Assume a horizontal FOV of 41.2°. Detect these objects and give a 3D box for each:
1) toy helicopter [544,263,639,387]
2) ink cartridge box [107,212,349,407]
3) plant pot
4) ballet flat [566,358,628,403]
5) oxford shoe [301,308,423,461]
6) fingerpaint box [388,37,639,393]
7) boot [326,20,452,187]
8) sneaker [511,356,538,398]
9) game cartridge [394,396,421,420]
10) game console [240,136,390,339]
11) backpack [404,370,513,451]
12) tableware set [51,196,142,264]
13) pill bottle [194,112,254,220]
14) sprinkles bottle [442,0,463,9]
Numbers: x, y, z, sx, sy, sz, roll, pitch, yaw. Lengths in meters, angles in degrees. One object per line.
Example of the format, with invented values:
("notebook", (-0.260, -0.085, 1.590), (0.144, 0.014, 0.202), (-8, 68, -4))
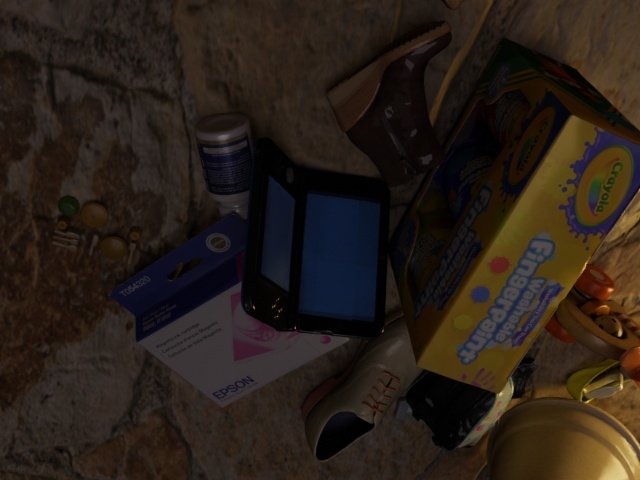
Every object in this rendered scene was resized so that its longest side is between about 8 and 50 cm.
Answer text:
("toy helicopter", (0.604, 0.198, 1.598), (0.355, 0.235, 0.140), (21, 115, -15))
("ink cartridge box", (-0.170, 0.143, 1.564), (0.324, 0.071, 0.330), (-31, 124, 25))
("plant pot", (0.450, 0.525, 1.659), (0.334, 0.305, 0.333), (10, 114, 23))
("ballet flat", (0.613, 0.267, 1.727), (0.231, 0.077, 0.077), (-29, 116, 11))
("oxford shoe", (0.118, 0.286, 1.663), (0.140, 0.146, 0.397), (32, 112, -19))
("fingerpaint box", (0.287, -0.051, 1.362), (0.163, 0.371, 0.444), (20, 116, -15))
("boot", (0.154, -0.221, 1.405), (0.248, 0.090, 0.207), (-30, 107, 27))
("sneaker", (0.382, 0.312, 1.751), (0.089, 0.051, 0.170), (8, 115, -3))
("game cartridge", (0.201, 0.352, 1.782), (0.083, 0.017, 0.056), (7, 115, -8))
("game console", (0.000, 0.000, 1.404), (0.173, 0.293, 0.250), (-2, 163, 18))
("backpack", (0.286, 0.298, 1.665), (0.144, 0.166, 0.188), (-1, 131, -42))
("tableware set", (-0.400, -0.021, 1.529), (0.154, 0.024, 0.104), (15, 114, -11))
("pill bottle", (-0.153, -0.122, 1.447), (0.094, 0.094, 0.169), (-8, 119, 1))
("sprinkles bottle", (0.311, -0.492, 1.259), (0.355, 0.121, 0.121), (-33, 116, 14))
